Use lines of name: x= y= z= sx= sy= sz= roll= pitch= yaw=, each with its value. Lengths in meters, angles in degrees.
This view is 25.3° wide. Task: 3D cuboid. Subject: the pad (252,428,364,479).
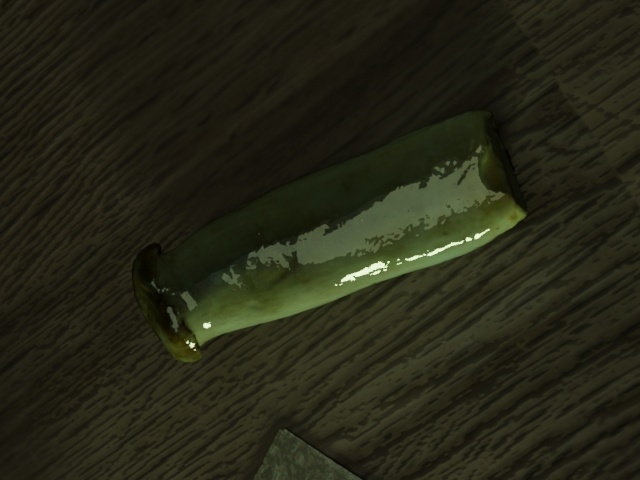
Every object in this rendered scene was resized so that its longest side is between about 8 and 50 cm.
pad: x=0.031 y=0.272 z=1.110 sx=0.235 sy=0.003 sz=0.158 roll=31 pitch=103 yaw=15

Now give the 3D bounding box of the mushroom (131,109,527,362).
mushroom: x=0.000 y=0.000 z=1.068 sx=0.312 sy=0.081 sz=0.100 roll=-23 pitch=89 yaw=15
